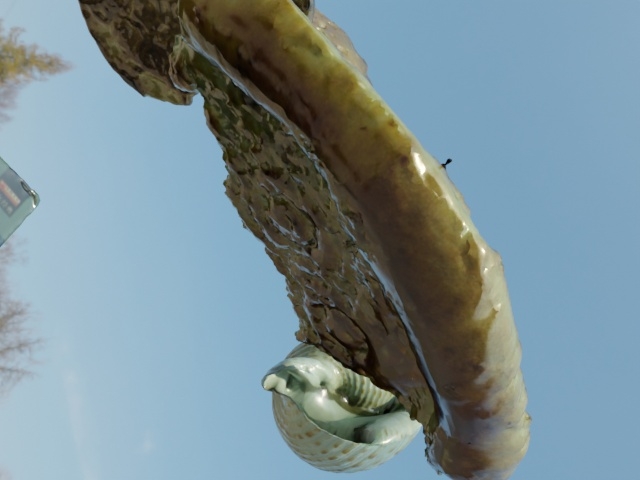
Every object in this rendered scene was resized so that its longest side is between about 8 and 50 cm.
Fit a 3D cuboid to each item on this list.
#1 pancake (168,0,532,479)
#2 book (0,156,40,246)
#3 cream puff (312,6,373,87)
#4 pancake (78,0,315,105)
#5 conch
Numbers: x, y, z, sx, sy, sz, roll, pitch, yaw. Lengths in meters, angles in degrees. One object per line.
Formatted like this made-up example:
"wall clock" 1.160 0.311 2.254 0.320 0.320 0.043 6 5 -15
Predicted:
"pancake" 0.004 0.001 0.464 0.305 0.067 0.426 13 -46 52
"book" -0.435 0.001 0.505 0.031 0.379 0.264 0 -44 31
"cream puff" -0.036 -0.263 0.950 0.196 0.244 0.244 -32 -116 8
"pancake" -0.138 -0.258 0.657 0.286 0.033 0.288 36 -49 -1
"conch" 0.011 0.187 0.687 0.172 0.200 0.131 57 -47 35
